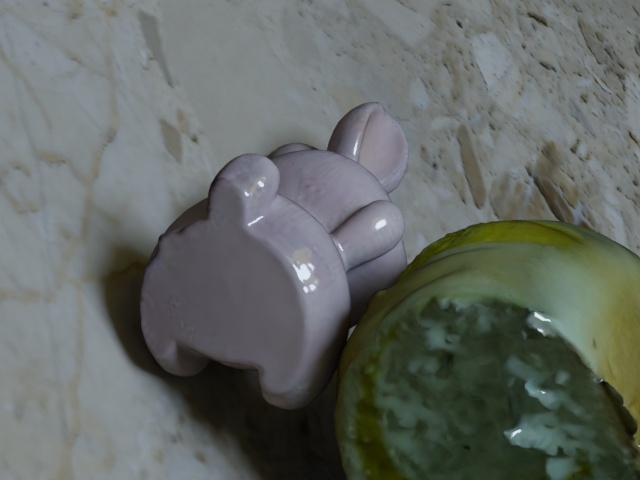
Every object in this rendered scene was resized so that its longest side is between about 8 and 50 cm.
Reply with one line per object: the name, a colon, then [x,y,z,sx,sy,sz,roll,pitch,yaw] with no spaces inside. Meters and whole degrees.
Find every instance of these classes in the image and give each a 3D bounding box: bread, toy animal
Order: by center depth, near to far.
bread: [0.109,0.159,0.826,0.333,0.160,0.333,35,48,-52]
toy animal: [0.000,0.002,0.889,0.124,0.124,0.212,55,32,-1]
